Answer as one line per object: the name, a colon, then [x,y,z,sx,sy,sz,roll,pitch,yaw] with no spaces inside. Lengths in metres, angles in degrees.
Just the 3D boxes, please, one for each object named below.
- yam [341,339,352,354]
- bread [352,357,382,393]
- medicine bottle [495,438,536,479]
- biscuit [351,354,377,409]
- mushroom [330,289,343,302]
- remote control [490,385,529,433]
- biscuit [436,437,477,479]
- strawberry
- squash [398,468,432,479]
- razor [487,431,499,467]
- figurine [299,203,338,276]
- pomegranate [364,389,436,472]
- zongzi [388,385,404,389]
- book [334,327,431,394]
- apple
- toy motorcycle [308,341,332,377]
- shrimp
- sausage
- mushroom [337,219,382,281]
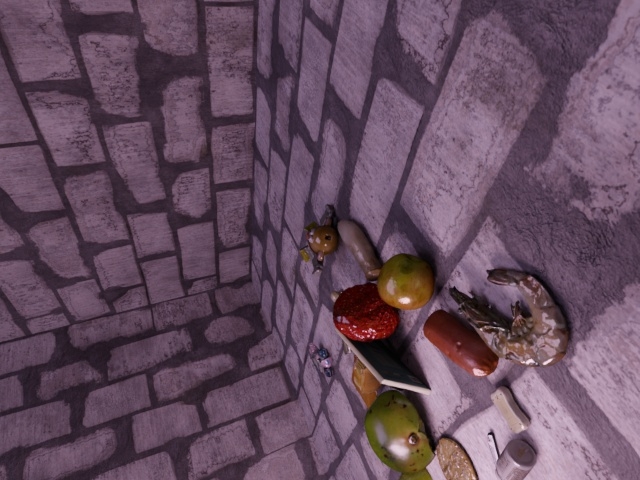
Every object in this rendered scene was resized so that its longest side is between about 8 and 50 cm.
yam: [0.141,0.516,2.144,0.069,0.069,0.147,-176,73,-68]
bread: [0.219,0.605,1.911,0.114,0.132,0.191,-136,41,-57]
medicine bottle: [0.546,0.634,1.175,0.079,0.079,0.140,-126,32,-46]
biscuit: [0.224,0.740,2.141,0.237,0.013,0.232,-129,33,-47]
mushroom: [0.091,0.291,2.139,0.083,0.068,0.083,37,-179,0]
remote control: [0.536,0.478,1.175,0.074,0.032,0.122,105,146,-51]
biscuit: [0.489,0.821,1.494,0.219,0.033,0.220,169,90,-69]
strawberry: [0.166,0.284,1.650,0.250,0.288,0.239,-35,60,48]
squash: [0.328,1.008,1.701,0.169,0.251,0.093,-145,48,-60]
razor: [0.546,0.690,1.286,0.066,0.033,0.190,-7,-93,-70]
figurine: [0.001,-0.001,2.059,0.285,0.166,0.343,174,87,-72]
pomegranate: [0.286,0.775,1.678,0.310,0.216,0.358,60,160,3]
zongzi: [0.307,0.597,1.709,0.104,0.113,0.052,110,147,-54]
book: [0.238,0.471,1.661,0.031,0.264,0.379,-62,30,6]
apple: [0.287,0.135,1.398,0.196,0.195,0.196,167,90,-69]
toy motorcycle: [0.001,0.707,2.566,0.239,0.108,0.204,30,140,29]
shrimp: [0.481,0.184,1.098,0.360,0.085,0.247,33,123,56]
sausage: [0.425,0.313,1.255,0.259,0.113,0.114,-141,42,-59]
mushroom: [0.164,0.031,1.778,0.123,0.094,0.351,75,170,-52]
